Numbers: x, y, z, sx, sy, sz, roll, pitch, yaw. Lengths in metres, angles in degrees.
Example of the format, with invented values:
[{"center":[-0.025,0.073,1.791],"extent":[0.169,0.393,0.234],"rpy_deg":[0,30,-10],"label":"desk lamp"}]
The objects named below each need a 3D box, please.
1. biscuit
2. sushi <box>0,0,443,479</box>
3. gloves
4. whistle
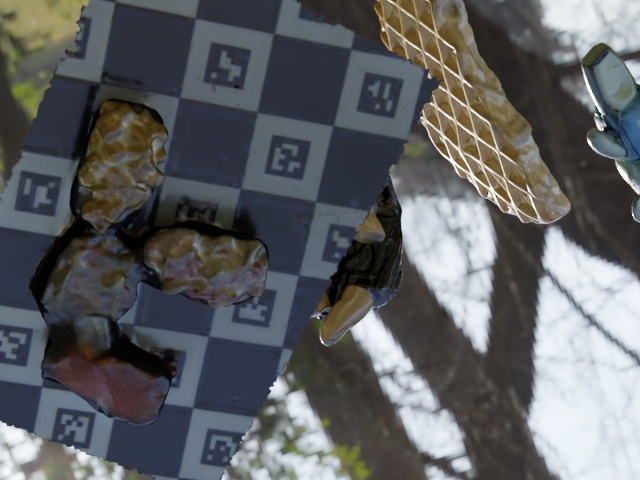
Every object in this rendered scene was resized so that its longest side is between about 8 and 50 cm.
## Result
[{"center":[0.123,-0.152,1.555],"extent":[0.040,0.309,0.204],"rpy_deg":[-30,-170,-15],"label":"biscuit"},{"center":[-0.077,-0.001,0.854],"extent":[0.279,0.192,0.043],"rpy_deg":[-62,-163,10],"label":"sushi"},{"center":[0.000,0.000,1.243],"extent":[0.124,0.203,0.164],"rpy_deg":[11,143,-27],"label":"gloves"},{"center":[0.337,-0.123,1.759],"extent":[0.114,0.235,0.077],"rpy_deg":[-47,-142,-9],"label":"whistle"}]
